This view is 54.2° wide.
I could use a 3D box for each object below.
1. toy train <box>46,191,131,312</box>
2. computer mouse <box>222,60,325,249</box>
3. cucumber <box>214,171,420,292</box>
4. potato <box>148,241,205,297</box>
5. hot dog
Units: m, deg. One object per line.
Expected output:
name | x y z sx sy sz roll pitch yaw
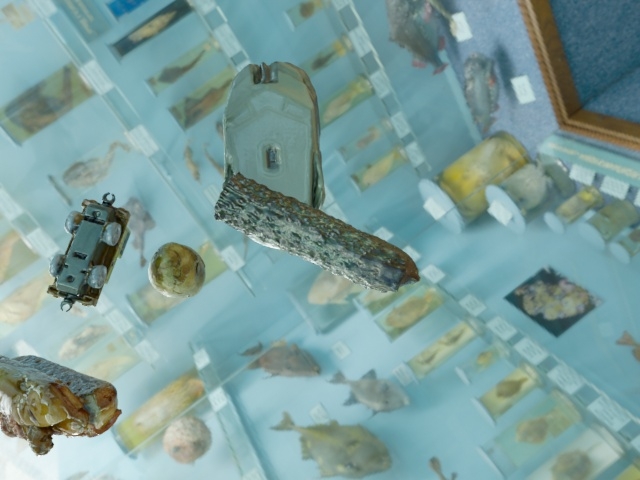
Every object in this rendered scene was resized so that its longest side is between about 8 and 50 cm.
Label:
toy train | -0.397 0.024 1.093 0.089 0.219 0.127 15 164 2
computer mouse | -0.105 -0.190 1.435 0.145 0.228 0.428 29 -122 -85
cucumber | 0.000 0.000 1.053 0.359 0.096 0.096 26 171 4
potato | -0.278 0.062 1.228 0.080 0.107 0.170 28 166 13
hot dog | -0.463 0.261 1.013 0.349 0.117 0.158 3 173 41
